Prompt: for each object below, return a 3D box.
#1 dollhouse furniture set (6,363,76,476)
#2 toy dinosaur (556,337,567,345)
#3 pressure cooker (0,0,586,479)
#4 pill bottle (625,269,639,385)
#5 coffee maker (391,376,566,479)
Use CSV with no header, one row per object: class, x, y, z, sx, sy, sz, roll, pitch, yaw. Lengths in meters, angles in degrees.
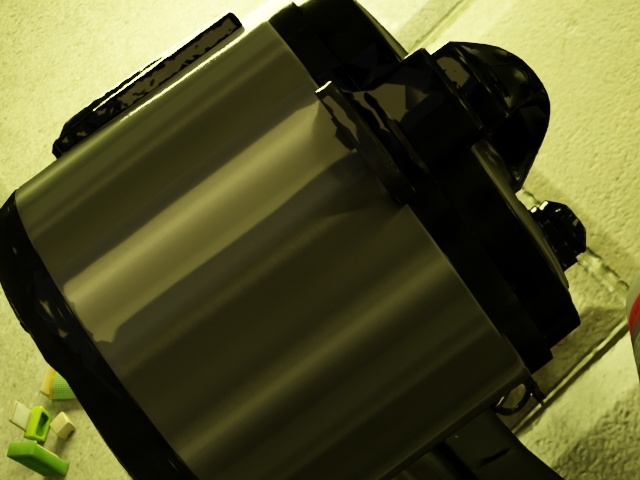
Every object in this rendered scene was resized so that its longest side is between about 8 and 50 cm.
dollhouse furniture set,-0.280,0.167,1.869,0.076,0.058,0.152,-6,58,34
toy dinosaur,0.147,0.091,1.577,0.112,0.064,0.211,-33,-3,-35
pressure cooker,0.004,0.005,1.401,0.420,0.375,0.370,-36,31,2
pill bottle,0.336,0.158,1.318,0.176,0.176,0.319,-23,49,23
coffee maker,0.154,0.208,1.464,0.171,0.120,0.178,-47,45,0
